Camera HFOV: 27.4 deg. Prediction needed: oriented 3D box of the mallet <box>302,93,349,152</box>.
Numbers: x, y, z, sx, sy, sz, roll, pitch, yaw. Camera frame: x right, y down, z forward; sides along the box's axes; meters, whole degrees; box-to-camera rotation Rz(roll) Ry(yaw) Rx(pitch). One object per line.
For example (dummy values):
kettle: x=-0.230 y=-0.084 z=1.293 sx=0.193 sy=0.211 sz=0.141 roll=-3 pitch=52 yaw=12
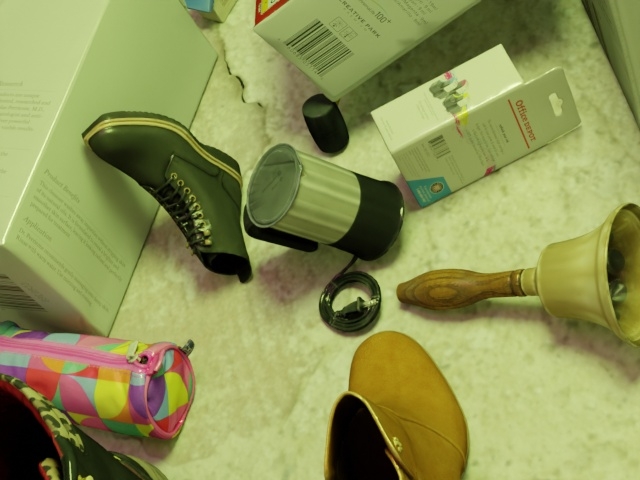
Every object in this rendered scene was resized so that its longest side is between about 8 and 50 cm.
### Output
mallet: x=0.024 y=-0.187 z=1.416 sx=0.039 sy=0.062 sz=0.189 roll=3 pitch=62 yaw=25

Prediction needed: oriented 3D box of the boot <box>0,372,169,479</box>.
boot: x=-0.167 y=0.283 z=1.070 sx=0.138 sy=0.284 sz=0.377 roll=-35 pitch=51 yaw=1

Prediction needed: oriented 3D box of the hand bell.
hand bell: x=0.177 y=0.040 z=1.201 sx=0.242 sy=0.126 sz=0.126 roll=-7 pitch=57 yaw=36

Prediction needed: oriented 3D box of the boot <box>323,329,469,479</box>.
boot: x=0.057 y=0.161 z=1.091 sx=0.104 sy=0.211 sz=0.295 roll=-21 pitch=54 yaw=11

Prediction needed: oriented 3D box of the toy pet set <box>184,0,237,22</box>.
toy pet set: x=-0.164 y=-0.296 z=1.569 sx=0.114 sy=0.065 sz=0.122 roll=18 pitch=70 yaw=32

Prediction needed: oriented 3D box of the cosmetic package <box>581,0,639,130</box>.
cosmetic package: x=0.406 y=-0.349 z=1.177 sx=0.394 sy=0.327 sz=0.329 roll=-22 pitch=53 yaw=10

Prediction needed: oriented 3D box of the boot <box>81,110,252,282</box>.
boot: x=-0.145 y=-0.043 z=1.325 sx=0.077 sy=0.198 sz=0.137 roll=-37 pitch=51 yaw=33

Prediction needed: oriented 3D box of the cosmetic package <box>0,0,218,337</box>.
cosmetic package: x=-0.272 y=-0.114 z=1.413 sx=0.156 sy=0.217 sz=0.385 roll=4 pitch=61 yaw=26

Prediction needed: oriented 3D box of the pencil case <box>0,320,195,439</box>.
pencil case: x=-0.238 y=0.136 z=1.314 sx=0.236 sy=0.104 sz=0.104 roll=2 pitch=61 yaw=26

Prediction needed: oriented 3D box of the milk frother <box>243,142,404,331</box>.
milk frother: x=0.000 y=0.000 z=1.265 sx=0.129 sy=0.135 sz=0.143 roll=-47 pitch=42 yaw=32

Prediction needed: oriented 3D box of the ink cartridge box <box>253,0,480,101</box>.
ink cartridge box: x=0.073 y=-0.344 z=1.367 sx=0.272 sy=0.130 sz=0.309 roll=-32 pitch=37 yaw=27

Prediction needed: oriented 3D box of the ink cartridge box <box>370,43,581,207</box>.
ink cartridge box: x=0.154 y=-0.119 z=1.288 sx=0.181 sy=0.104 sz=0.061 roll=-27 pitch=53 yaw=6
